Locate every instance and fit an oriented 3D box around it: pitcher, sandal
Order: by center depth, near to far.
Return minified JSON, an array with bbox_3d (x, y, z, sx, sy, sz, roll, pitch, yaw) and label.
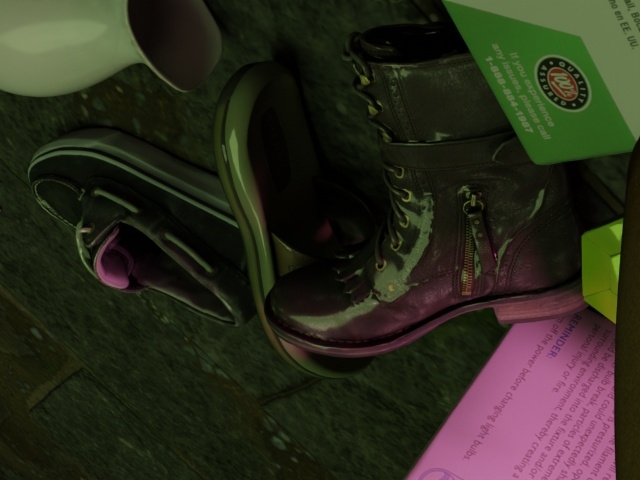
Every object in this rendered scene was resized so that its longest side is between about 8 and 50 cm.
[{"bbox_3d":[-0.194,-0.195,0.857,0.207,0.125,0.178,4,122,31],"label":"pitcher"},{"bbox_3d":[-0.001,0.000,0.889,0.086,0.120,0.303,4,135,26],"label":"sandal"}]

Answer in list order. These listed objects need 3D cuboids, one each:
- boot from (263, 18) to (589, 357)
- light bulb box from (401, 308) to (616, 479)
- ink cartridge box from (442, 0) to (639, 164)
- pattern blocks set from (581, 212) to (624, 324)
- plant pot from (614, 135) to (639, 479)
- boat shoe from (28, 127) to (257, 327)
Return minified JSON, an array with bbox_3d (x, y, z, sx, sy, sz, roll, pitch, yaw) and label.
[{"bbox_3d":[0.058,-0.040,0.741,0.263,0.091,0.229,-11,130,14],"label":"boot"},{"bbox_3d":[0.250,0.284,0.854,0.361,0.225,0.358,28,146,21],"label":"light bulb box"},{"bbox_3d":[0.178,-0.157,0.459,0.278,0.117,0.201,-7,125,46],"label":"ink cartridge box"},{"bbox_3d":[0.278,0.037,0.625,0.285,0.026,0.325,20,126,34],"label":"pattern blocks set"},{"bbox_3d":[0.213,0.098,0.448,0.237,0.254,0.237,18,157,8],"label":"plant pot"},{"bbox_3d":[-0.171,-0.014,1.049,0.335,0.119,0.121,17,142,35],"label":"boat shoe"}]
